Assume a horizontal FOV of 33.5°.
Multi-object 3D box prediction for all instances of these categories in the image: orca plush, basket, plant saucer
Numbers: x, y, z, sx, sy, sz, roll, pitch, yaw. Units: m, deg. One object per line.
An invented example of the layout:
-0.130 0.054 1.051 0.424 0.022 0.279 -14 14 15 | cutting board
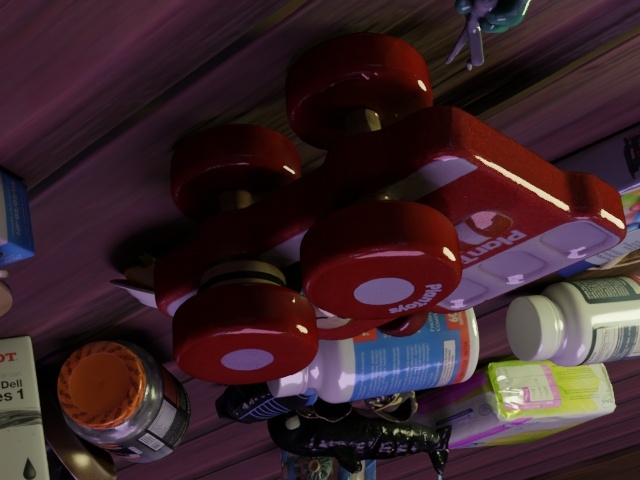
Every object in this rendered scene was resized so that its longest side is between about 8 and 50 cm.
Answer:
0.059 0.329 1.642 0.287 0.102 0.151 18 132 -13 | orca plush
0.075 0.448 1.859 0.289 0.254 0.201 -5 158 11 | basket
-0.283 0.225 1.228 0.029 0.168 0.168 -34 160 -7 | plant saucer

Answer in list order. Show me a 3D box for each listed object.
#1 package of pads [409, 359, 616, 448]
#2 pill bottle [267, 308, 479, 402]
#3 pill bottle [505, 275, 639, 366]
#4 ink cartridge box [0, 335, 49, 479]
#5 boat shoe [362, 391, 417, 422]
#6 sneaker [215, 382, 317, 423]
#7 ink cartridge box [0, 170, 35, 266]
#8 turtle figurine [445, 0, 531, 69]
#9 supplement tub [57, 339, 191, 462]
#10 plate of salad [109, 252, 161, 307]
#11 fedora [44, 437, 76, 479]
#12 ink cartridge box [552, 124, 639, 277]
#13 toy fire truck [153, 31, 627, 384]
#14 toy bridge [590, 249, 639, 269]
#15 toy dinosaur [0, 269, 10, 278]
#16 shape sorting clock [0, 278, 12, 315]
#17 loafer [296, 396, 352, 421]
0.317 0.273 1.770 0.297 0.101 0.229 4 155 -38 | package of pads
0.050 0.112 1.170 0.222 0.124 0.124 -8 158 -16 | pill bottle
0.329 0.103 1.334 0.180 0.108 0.108 -3 157 -23 | pill bottle
-0.359 0.217 1.069 0.160 0.219 0.092 -7 155 -18 | ink cartridge box
0.097 0.213 1.530 0.081 0.068 0.228 -17 159 11 | boat shoe
-0.070 0.189 1.354 0.091 0.081 0.232 -12 161 -22 | sneaker
-0.287 -0.026 0.708 0.104 0.061 0.181 -17 159 14 | ink cartridge box
0.028 -0.180 0.443 0.175 0.118 0.234 26 161 12 | turtle figurine
-0.220 0.180 1.194 0.117 0.117 0.190 -14 158 2 | supplement tub
-0.090 0.045 0.969 0.200 0.048 0.200 9 179 0 | plate of salad
-0.428 0.322 1.329 0.153 0.334 0.334 14 176 34 | fedora
0.289 -0.040 1.020 0.311 0.065 0.186 -23 157 28 | ink cartridge box
0.038 0.009 0.779 0.302 0.169 0.254 -30 142 35 | toy fire truck
0.336 0.013 1.223 0.188 0.026 0.063 -6 159 -16 | toy bridge
-0.394 0.042 0.832 0.268 0.064 0.118 -17 164 -2 | toy dinosaur
-0.317 0.042 0.723 0.206 0.040 0.206 -7 159 -3 | shape sorting clock
0.002 0.216 1.466 0.080 0.078 0.220 -10 159 -9 | loafer
